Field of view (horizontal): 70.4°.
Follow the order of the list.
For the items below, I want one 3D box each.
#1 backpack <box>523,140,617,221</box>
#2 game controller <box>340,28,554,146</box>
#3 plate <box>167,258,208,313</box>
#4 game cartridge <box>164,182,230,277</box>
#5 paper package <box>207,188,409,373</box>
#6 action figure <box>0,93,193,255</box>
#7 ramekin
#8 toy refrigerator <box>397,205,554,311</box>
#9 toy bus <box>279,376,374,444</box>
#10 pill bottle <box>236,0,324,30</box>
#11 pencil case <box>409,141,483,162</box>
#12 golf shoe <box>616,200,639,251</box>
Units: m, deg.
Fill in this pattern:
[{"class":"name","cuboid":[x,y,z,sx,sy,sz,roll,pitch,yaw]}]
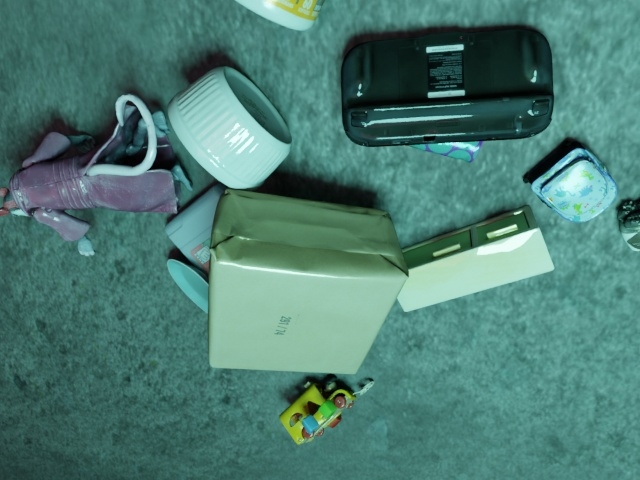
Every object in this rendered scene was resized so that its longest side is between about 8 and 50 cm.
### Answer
[{"class":"backpack","cuboid":[0.414,-0.087,0.738,0.114,0.084,0.105,38,122,-9]},{"class":"game controller","cuboid":[0.191,-0.235,0.699,0.319,0.067,0.166,-1,82,7]},{"class":"plate","cuboid":[-0.273,0.108,1.030,0.188,0.024,0.188,30,147,22]},{"class":"game cartridge","cuboid":[-0.177,0.030,0.984,0.196,0.060,0.294,-34,104,23]},{"class":"paper package","cuboid":[-0.042,0.091,0.819,0.310,0.168,0.324,7,136,-9]},{"class":"action figure","cuboid":[-0.445,-0.098,0.855,0.370,0.276,0.248,-16,95,-6]},{"class":"ramekin","cuboid":[-0.142,-0.194,0.774,0.109,0.207,0.207,-36,103,18]},{"class":"toy refrigerator","cuboid":[0.264,0.033,0.832,0.270,0.102,0.094,-20,109,25]},{"class":"toy bus","cuboid":[-0.001,0.388,1.086,0.104,0.202,0.191,46,132,25]},{"class":"pill bottle","cuboid":[-0.027,-0.457,0.623,0.162,0.162,0.278,30,121,-1]},{"class":"pencil case","cuboid":[0.193,-0.182,0.760,0.152,0.064,0.070,17,102,6]},{"class":"golf shoe","cuboid":[0.594,-0.035,0.728,0.198,0.077,0.093,-12,124,28]}]
